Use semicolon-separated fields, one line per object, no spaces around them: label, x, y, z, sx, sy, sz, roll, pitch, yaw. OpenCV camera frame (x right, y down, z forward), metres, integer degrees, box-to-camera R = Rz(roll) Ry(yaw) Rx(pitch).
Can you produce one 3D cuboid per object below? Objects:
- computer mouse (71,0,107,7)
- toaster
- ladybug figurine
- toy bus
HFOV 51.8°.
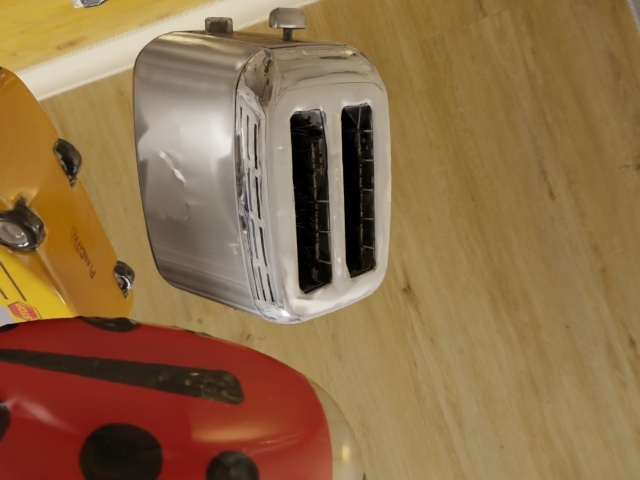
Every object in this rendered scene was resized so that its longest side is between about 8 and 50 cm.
computer mouse;-0.344;-0.414;0.929;0.262;0.060;0.183;5;-88;20
toaster;-0.039;-0.038;0.451;0.129;0.147;0.226;-14;-70;-39
ladybug figurine;-0.146;0.174;0.530;0.450;0.305;0.161;13;-67;-30
toy bus;-0.294;-0.004;0.653;0.130;0.332;0.108;3;-132;8
